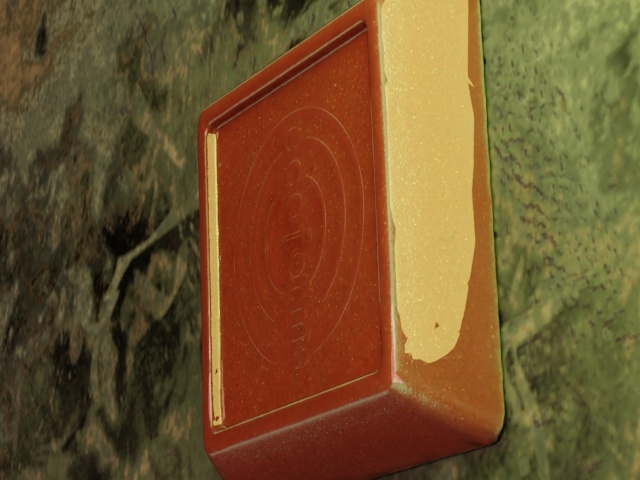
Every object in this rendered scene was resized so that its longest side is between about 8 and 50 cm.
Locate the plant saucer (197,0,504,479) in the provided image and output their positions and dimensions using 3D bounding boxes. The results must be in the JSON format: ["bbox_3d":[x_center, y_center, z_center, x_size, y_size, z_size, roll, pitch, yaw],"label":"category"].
[{"bbox_3d":[0.000,0.000,1.047,0.259,0.048,0.258,-26,61,56],"label":"plant saucer"}]
